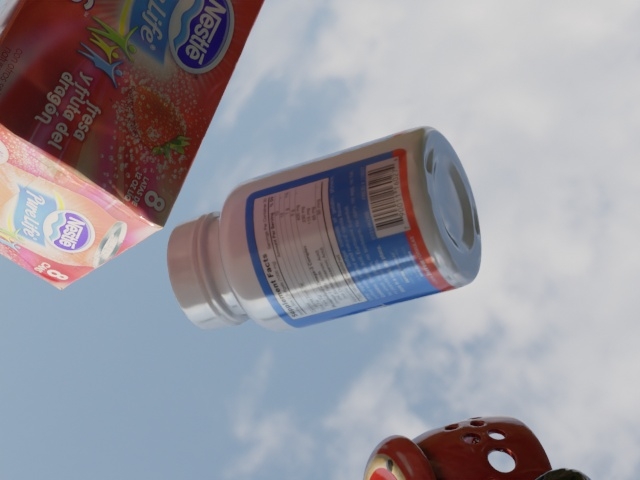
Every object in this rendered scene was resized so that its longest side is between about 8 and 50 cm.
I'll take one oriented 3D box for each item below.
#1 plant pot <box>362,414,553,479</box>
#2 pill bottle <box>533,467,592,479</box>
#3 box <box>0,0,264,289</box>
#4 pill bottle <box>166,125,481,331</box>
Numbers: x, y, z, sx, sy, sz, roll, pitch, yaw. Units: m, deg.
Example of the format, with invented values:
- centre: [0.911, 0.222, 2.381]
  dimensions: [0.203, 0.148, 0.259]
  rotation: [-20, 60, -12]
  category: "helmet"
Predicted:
- centre: [0.152, 0.304, 1.450]
  dimensions: [0.191, 0.174, 0.191]
  rotation: [175, -90, -66]
  category: "plant pot"
- centre: [0.289, 0.344, 1.289]
  dimensions: [0.123, 0.219, 0.123]
  rotation: [-40, -164, 14]
  category: "pill bottle"
- centre: [-0.146, -0.138, 0.867]
  dimensions: [0.154, 0.142, 0.300]
  rotation: [-27, -144, 49]
  category: "box"
- centre: [0.000, 0.000, 0.964]
  dimensions: [0.221, 0.124, 0.124]
  rotation: [-15, -135, 24]
  category: "pill bottle"
